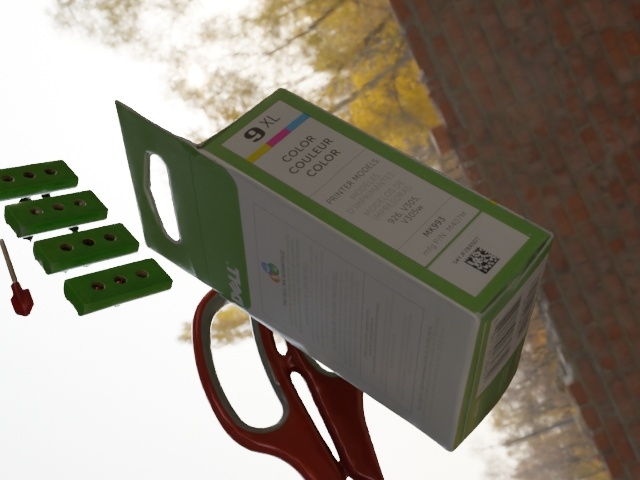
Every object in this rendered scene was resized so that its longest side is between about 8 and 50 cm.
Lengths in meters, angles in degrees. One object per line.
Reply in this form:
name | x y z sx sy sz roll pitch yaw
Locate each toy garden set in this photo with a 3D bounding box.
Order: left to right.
toy garden set | -0.314 0.011 0.956 0.204 0.049 0.244 -16 -133 -41

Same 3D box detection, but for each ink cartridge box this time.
ink cartridge box | 0.000 0.000 0.432 0.209 0.062 0.109 31 146 25

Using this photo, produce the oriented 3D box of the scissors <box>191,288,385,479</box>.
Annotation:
scissors | 0.014 0.144 0.459 0.021 0.109 0.297 90 162 -65
